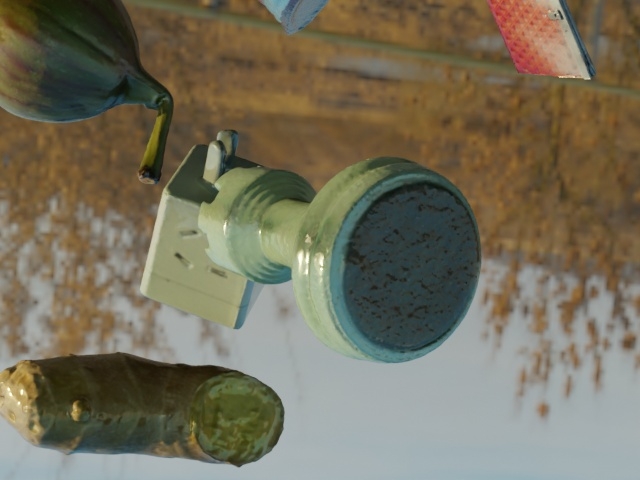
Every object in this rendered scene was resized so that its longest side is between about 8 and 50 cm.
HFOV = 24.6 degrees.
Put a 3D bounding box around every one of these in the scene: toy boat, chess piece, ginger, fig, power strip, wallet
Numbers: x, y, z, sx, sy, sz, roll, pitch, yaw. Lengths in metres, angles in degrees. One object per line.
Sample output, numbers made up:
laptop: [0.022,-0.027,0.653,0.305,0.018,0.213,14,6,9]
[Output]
toy boat: [-0.028,-0.358,2.021,0.136,0.079,0.392,-27,180,-10]
chess piece: [0.000,0.000,1.460,0.195,0.194,0.299,3,-172,-35]
ginger: [-0.211,0.198,1.730,0.354,0.126,0.190,10,176,-13]
fig: [-0.200,-0.156,1.187,0.186,0.142,0.148,14,-132,-3]
power strip: [-0.119,-0.029,1.792,0.140,0.224,0.139,21,-146,4]
wallet: [0.231,-0.256,1.622,0.103,0.020,0.196,14,148,41]
